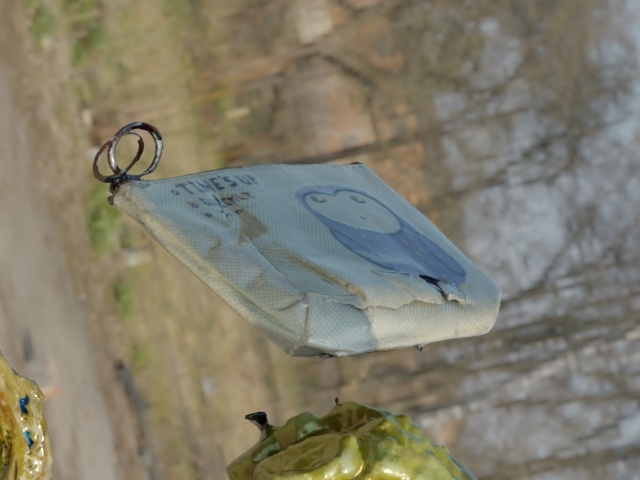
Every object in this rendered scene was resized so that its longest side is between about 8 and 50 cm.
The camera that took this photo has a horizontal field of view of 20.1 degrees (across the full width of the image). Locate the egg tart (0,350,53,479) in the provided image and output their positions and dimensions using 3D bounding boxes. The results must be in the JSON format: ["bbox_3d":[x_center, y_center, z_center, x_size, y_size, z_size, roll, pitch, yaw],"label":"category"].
[{"bbox_3d":[-0.378,0.184,1.781,0.107,0.290,0.291,-34,113,-69],"label":"egg tart"}]

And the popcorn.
[{"bbox_3d":[0.021,0.245,1.571,0.225,0.249,0.249,47,-12,23],"label":"popcorn"}]

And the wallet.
[{"bbox_3d":[-0.002,0.002,1.521,0.275,0.335,0.068,46,-58,32],"label":"wallet"}]
